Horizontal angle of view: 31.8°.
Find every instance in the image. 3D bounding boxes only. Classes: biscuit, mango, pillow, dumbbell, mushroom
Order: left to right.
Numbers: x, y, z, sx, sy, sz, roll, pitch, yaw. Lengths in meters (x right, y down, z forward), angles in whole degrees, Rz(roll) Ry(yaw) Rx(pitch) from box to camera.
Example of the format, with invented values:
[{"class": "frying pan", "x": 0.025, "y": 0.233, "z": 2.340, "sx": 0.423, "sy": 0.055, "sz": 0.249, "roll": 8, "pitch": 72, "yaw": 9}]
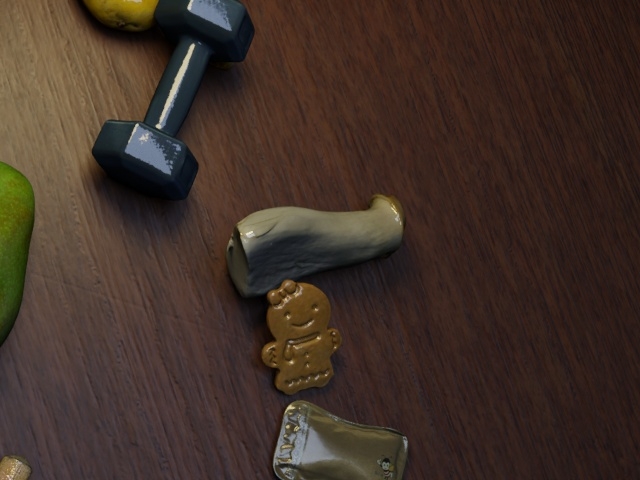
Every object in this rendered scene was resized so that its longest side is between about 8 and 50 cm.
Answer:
[{"class": "mango", "x": -0.503, "y": 0.044, "z": 1.510, "sx": 0.225, "sy": 0.201, "sz": 0.382, "roll": 19, "pitch": 57, "yaw": 7}, {"class": "mango", "x": -0.321, "y": -0.416, "z": 1.765, "sx": 0.137, "sy": 0.098, "sz": 0.195, "roll": -27, "pitch": 80, "yaw": -24}, {"class": "dumbbell", "x": -0.220, "y": -0.228, "z": 1.710, "sx": 0.160, "sy": 0.144, "sz": 0.325, "roll": 26, "pitch": 74, "yaw": -16}, {"class": "biscuit", "x": -0.027, "y": 0.149, "z": 1.726, "sx": 0.133, "sy": 0.027, "sz": 0.184, "roll": 1, "pitch": 104, "yaw": -26}, {"class": "mushroom", "x": 0.000, "y": 0.000, "z": 1.750, "sx": 0.328, "sy": 0.159, "sz": 0.122, "roll": -13, "pitch": 85, "yaw": -29}, {"class": "pillow", "x": 0.033, "y": 0.334, "z": 1.738, "sx": 0.217, "sy": 0.033, "sz": 0.130, "roll": 21, "pitch": 68, "yaw": -16}]

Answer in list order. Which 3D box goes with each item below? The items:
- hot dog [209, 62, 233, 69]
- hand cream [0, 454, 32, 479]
[{"class": "hot dog", "x": -0.183, "y": -0.307, "z": 1.825, "sx": 0.090, "sy": 0.030, "sz": 0.034, "roll": 43, "pitch": 66, "yaw": -6}, {"class": "hand cream", "x": -0.451, "y": 0.381, "z": 1.506, "sx": 0.084, "sy": 0.084, "sz": 0.203, "roll": 31, "pitch": 61, "yaw": -12}]
